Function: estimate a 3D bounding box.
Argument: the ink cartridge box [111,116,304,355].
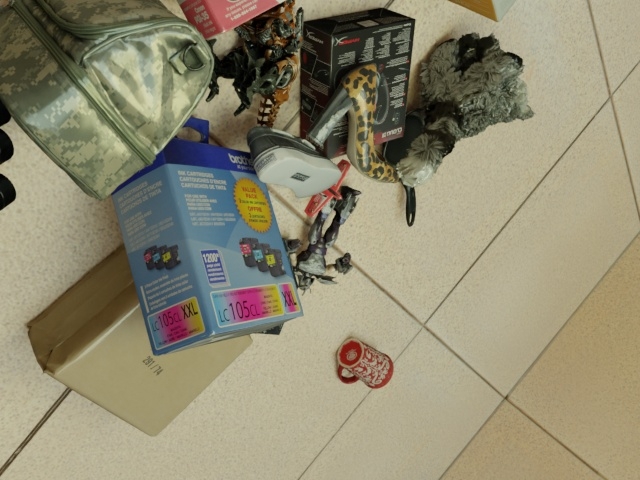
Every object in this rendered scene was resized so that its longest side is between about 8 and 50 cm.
[{"bbox_3d":[-0.205,-0.021,1.105,0.151,0.396,0.270,-24,169,29],"label":"ink cartridge box"}]

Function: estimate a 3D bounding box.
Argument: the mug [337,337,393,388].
[{"bbox_3d":[0.121,0.378,1.867,0.150,0.113,0.169,-52,136,-2],"label":"mug"}]

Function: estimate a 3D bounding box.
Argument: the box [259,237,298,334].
[{"bbox_3d":[-0.126,0.101,1.394,0.156,0.093,0.158,-69,153,-45],"label":"box"}]

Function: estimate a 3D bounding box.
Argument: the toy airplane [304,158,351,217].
[{"bbox_3d":[-0.005,-0.128,1.390,0.151,0.151,0.028,-54,178,3],"label":"toy airplane"}]

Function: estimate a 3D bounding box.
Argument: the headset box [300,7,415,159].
[{"bbox_3d":[0.073,-0.317,1.320,0.218,0.110,0.293,-22,131,-29],"label":"headset box"}]

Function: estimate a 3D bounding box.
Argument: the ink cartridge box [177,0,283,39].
[{"bbox_3d":[-0.151,-0.474,0.925,0.207,0.117,0.283,-35,114,-18],"label":"ink cartridge box"}]

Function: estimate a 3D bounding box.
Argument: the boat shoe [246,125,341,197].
[{"bbox_3d":[-0.053,-0.158,1.234,0.108,0.102,0.301,-32,164,21],"label":"boat shoe"}]

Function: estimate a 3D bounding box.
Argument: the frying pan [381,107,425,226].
[{"bbox_3d":[0.244,-0.203,1.604,0.197,0.053,0.326,-43,140,-11],"label":"frying pan"}]

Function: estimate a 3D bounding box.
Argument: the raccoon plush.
[{"bbox_3d":[0.340,-0.281,1.522,0.446,0.216,0.299,-50,144,-2],"label":"raccoon plush"}]

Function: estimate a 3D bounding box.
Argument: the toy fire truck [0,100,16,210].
[{"bbox_3d":[-0.580,-0.129,0.859,0.158,0.246,0.217,-61,171,-53],"label":"toy fire truck"}]

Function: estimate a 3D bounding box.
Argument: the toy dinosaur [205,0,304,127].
[{"bbox_3d":[-0.098,-0.326,1.143,0.218,0.164,0.322,-32,118,-43],"label":"toy dinosaur"}]

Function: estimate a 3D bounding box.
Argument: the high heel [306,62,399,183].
[{"bbox_3d":[0.117,-0.227,1.263,0.261,0.093,0.186,28,106,-38],"label":"high heel"}]

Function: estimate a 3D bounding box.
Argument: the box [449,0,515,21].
[{"bbox_3d":[0.270,-0.609,1.171,0.168,0.215,0.345,-52,149,0],"label":"box"}]

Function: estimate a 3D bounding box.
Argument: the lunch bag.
[{"bbox_3d":[-0.312,-0.251,0.882,0.256,0.305,0.213,-39,140,-8],"label":"lunch bag"}]

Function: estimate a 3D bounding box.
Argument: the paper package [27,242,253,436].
[{"bbox_3d":[-0.348,0.189,1.262,0.309,0.168,0.325,-43,138,-10],"label":"paper package"}]

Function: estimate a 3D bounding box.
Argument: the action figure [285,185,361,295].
[{"bbox_3d":[0.000,0.000,1.483,0.185,0.099,0.285,16,99,-28],"label":"action figure"}]
